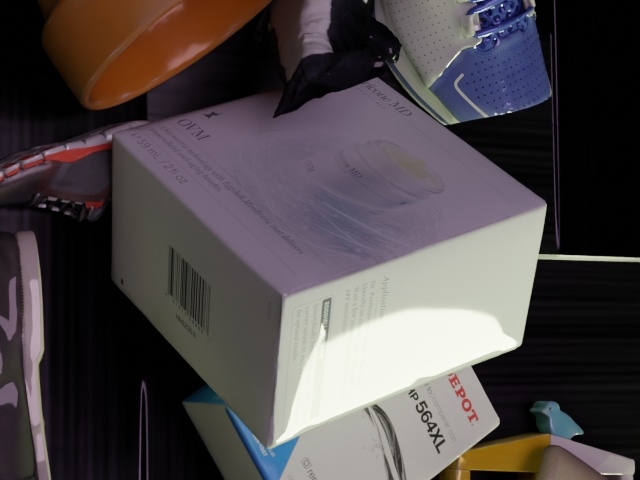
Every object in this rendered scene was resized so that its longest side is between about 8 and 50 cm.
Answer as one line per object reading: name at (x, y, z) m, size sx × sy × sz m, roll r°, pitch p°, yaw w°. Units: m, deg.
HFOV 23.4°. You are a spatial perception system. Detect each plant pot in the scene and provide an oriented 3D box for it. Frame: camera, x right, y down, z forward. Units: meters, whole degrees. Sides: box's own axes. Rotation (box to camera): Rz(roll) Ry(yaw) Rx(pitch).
plant pot at (-0.139, -0.227, 1.098) m, size 0.205 × 0.205 × 0.188 m, roll -35°, pitch 87°, yaw -27°

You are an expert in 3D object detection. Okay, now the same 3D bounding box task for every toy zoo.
toy zoo at (0.183, 0.284, 1.318) m, size 0.192 × 0.030 × 0.293 m, roll 6°, pitch 83°, yaw -29°

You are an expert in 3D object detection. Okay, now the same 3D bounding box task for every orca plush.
orca plush at (0.030, -0.173, 1.162) m, size 0.102 × 0.287 × 0.151 m, roll 26°, pitch 109°, yaw -19°

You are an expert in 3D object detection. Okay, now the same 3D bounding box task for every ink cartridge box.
ink cartridge box at (0.019, 0.134, 1.206) m, size 0.203 × 0.086 × 0.148 m, roll -34°, pitch 102°, yaw -27°

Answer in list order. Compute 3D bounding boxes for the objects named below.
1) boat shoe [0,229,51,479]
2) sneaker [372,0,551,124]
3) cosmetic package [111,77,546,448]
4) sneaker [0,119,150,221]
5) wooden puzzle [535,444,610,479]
boat shoe at (-0.232, 0.157, 1.058) m, size 0.096 × 0.112 × 0.335 m, roll -4°, pitch 82°, yaw -13°
sneaker at (0.115, -0.251, 1.240) m, size 0.127 × 0.182 × 0.315 m, roll -26°, pitch 99°, yaw -28°
cosmetic package at (0.000, 0.000, 1.110) m, size 0.225 × 0.224 × 0.138 m, roll -18°, pitch 131°, yaw -31°
sneaker at (-0.183, -0.040, 1.123) m, size 0.158 × 0.061 × 0.064 m, roll -20°, pitch 102°, yaw -29°
wooden puzzle at (0.248, 0.391, 1.280) m, size 0.322 × 0.080 × 0.347 m, roll 35°, pitch 69°, yaw -24°
